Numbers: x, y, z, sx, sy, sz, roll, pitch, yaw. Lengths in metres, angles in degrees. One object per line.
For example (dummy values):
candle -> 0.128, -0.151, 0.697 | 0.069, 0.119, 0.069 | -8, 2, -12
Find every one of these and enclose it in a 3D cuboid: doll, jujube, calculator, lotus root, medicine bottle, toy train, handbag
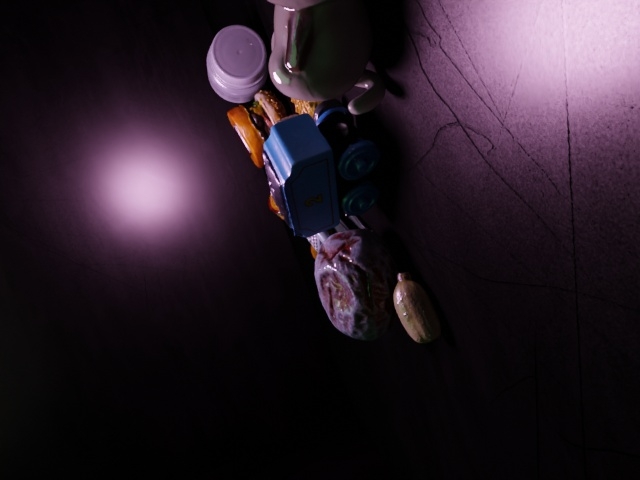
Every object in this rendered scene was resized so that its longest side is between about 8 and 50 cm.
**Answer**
doll -> -0.013, -0.418, 0.792 | 0.370, 0.226, 0.215 | 72, -155, -47
jujube -> 0.110, 0.112, 1.244 | 0.246, 0.215, 0.308 | 27, 135, 41
calculator -> 0.000, 0.000, 1.567 | 0.295, 0.042, 0.184 | 50, 166, 19
lotus root -> 0.229, 0.162, 1.098 | 0.183, 0.090, 0.077 | 69, -162, 9
medicine bottle -> -0.327, -0.697, 1.783 | 0.306, 0.245, 0.245 | -160, 49, -77
toy train -> 0.002, -0.160, 1.115 | 0.300, 0.265, 0.188 | 80, 165, -56
handbag -> 0.116, 0.035, 1.472 | 0.247, 0.079, 0.260 | -125, 15, -55

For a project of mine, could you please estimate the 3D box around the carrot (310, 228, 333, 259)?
carrot -> 0.019, 0.001, 1.827 | 0.302, 0.114, 0.114 | 100, 147, -68

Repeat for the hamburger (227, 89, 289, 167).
hamburger -> -0.233, -0.462, 1.843 | 0.291, 0.225, 0.291 | 60, 173, 12

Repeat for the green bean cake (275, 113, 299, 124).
green bean cake -> -0.083, -0.369, 1.574 | 0.179, 0.109, 0.085 | -121, 13, -46

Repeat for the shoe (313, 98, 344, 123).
shoe -> 0.013, -0.294, 1.240 | 0.241, 0.108, 0.093 | 92, 155, -51

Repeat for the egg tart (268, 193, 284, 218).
egg tart -> -0.098, -0.159, 1.905 | 0.215, 0.215, 0.171 | 60, -177, 40

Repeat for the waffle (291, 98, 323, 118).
waffle -> -0.022, -0.378, 1.376 | 0.229, 0.057, 0.219 | 118, 129, -79
